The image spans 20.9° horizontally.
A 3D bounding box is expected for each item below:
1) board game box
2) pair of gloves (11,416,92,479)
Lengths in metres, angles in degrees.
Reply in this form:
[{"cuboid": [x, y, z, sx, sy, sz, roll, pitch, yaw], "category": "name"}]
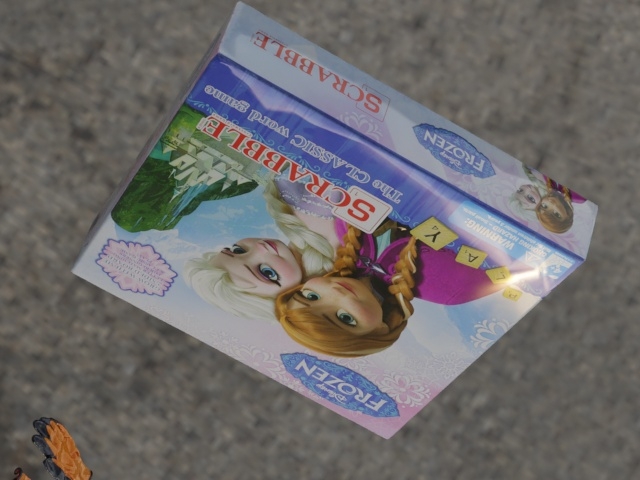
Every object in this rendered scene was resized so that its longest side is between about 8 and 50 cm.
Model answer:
[{"cuboid": [0.000, 0.000, 1.389, 0.318, 0.318, 0.066, 28, 49, -10], "category": "board game box"}, {"cuboid": [-0.188, 0.170, 1.226, 0.074, 0.010, 0.083, 60, 29, -35], "category": "pair of gloves"}]
